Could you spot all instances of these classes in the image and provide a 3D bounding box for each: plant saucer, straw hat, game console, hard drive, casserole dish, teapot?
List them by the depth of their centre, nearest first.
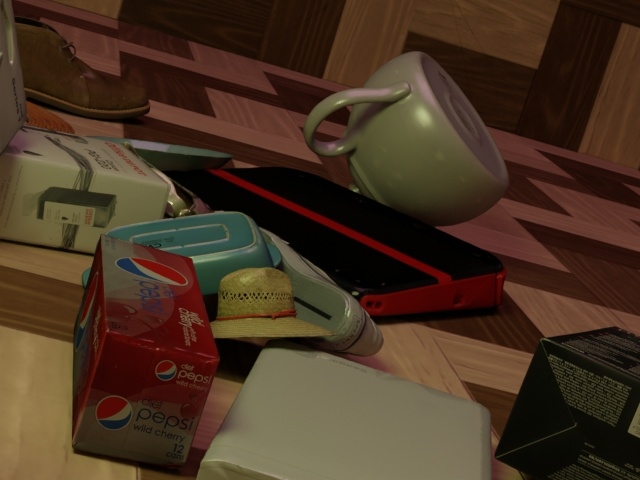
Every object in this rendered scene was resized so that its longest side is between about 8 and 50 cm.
[{"bbox_3d":[0.030,0.159,1.136,0.203,0.040,0.307,18,13,2],"label":"hard drive"},{"bbox_3d":[-0.056,0.054,1.312,0.144,0.061,0.144,-1,-3,0],"label":"straw hat"},{"bbox_3d":[-0.130,0.012,1.404,0.188,0.037,0.114,-9,28,-9],"label":"casserole dish"},{"bbox_3d":[0.000,0.000,1.785,0.386,0.060,0.342,25,19,33],"label":"game console"},{"bbox_3d":[-0.209,-0.103,1.912,0.194,0.037,0.195,7,5,-1],"label":"plant saucer"},{"bbox_3d":[0.113,-0.113,1.981,0.256,0.187,0.252,55,17,-8],"label":"teapot"}]

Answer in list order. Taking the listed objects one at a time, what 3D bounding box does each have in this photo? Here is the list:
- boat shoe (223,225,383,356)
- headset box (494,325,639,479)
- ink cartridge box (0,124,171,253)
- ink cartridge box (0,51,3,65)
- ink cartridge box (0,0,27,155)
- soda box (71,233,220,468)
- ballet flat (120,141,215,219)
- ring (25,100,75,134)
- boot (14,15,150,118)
[{"bbox_3d":[-0.029,0.058,1.453,0.226,0.083,0.076,37,-1,45],"label":"boat shoe"},{"bbox_3d":[0.300,0.165,1.266,0.218,0.110,0.293,24,9,21],"label":"headset box"},{"bbox_3d":[-0.283,-0.057,1.530,0.217,0.092,0.158,12,14,-31],"label":"ink cartridge box"},{"bbox_3d":[-0.302,0.006,0.811,0.197,0.273,0.114,15,9,-11],"label":"ink cartridge box"},{"bbox_3d":[-0.427,-0.175,1.369,0.278,0.201,0.117,-3,24,3],"label":"ink cartridge box"},{"bbox_3d":[-0.137,0.076,1.140,0.083,0.092,0.263,16,12,-13],"label":"soda box"},{"bbox_3d":[-0.201,-0.062,1.672,0.221,0.079,0.077,29,61,34],"label":"ballet flat"},{"bbox_3d":[-0.466,-0.162,1.830,0.336,0.032,0.336,17,11,-3],"label":"ring"},{"bbox_3d":[-0.378,-0.252,2.210,0.305,0.115,0.112,10,12,-34],"label":"boot"}]
